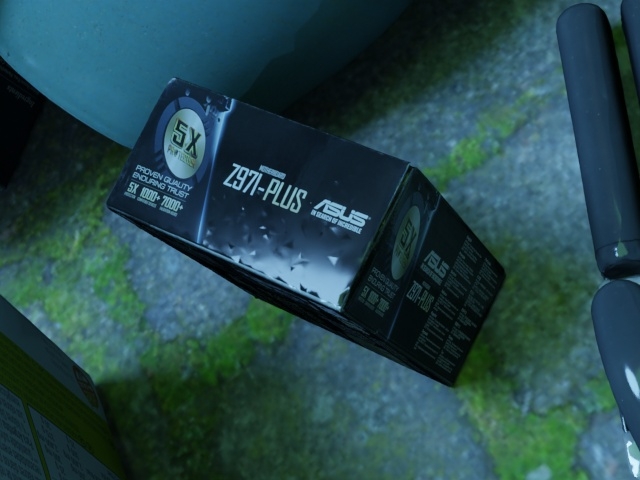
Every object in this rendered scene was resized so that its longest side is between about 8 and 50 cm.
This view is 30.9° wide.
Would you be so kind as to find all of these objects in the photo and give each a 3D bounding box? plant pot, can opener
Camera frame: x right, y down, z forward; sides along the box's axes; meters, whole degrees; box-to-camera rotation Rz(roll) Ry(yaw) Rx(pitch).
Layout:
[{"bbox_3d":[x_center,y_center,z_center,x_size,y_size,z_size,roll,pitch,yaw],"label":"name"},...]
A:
[{"bbox_3d":[-0.062,-0.190,0.686,0.271,0.271,0.255,45,108,29],"label":"plant pot"},{"bbox_3d":[0.172,-0.013,0.599,0.076,0.095,0.284,-13,68,19],"label":"can opener"}]

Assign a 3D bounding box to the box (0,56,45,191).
[{"bbox_3d":[-0.275,-0.159,0.841,0.153,0.108,0.207,15,78,28],"label":"box"}]

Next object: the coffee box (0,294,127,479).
[{"bbox_3d":[-0.271,0.205,0.517,0.337,0.338,0.334,-27,59,-1],"label":"coffee box"}]

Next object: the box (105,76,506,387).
[{"bbox_3d":[0.000,0.000,0.622,0.147,0.180,0.078,23,83,29],"label":"box"}]
